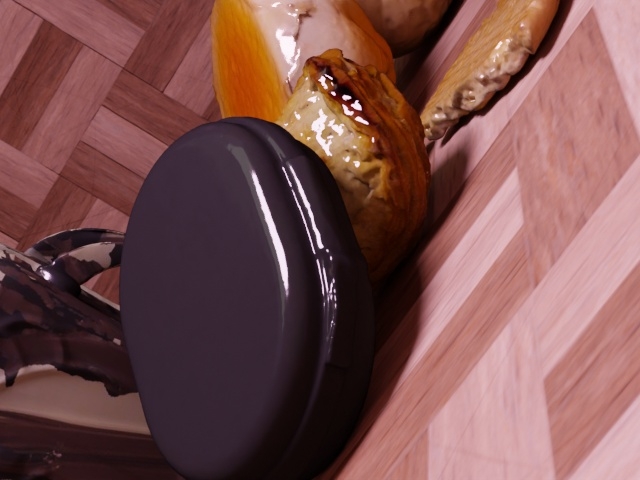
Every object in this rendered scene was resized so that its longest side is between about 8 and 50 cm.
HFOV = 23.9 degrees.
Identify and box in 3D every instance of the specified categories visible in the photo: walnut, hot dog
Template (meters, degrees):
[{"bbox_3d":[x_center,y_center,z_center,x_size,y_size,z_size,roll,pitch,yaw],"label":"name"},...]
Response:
[{"bbox_3d":[0.060,-0.326,1.816,0.257,0.257,0.224,-168,73,-81],"label":"walnut"},{"bbox_3d":[0.000,-0.034,1.295,0.114,0.175,0.259,-7,-40,-44],"label":"hot dog"}]

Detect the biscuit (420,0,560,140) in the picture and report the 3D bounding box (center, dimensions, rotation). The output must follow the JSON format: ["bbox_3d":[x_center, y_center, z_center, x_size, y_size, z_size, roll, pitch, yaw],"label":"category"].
[{"bbox_3d":[0.159,-0.174,1.332,0.144,0.033,0.224,-61,9,-28],"label":"biscuit"}]

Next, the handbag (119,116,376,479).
[{"bbox_3d":[-0.058,0.048,1.177,0.254,0.093,0.308,-49,47,36],"label":"handbag"}]

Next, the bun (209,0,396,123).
[{"bbox_3d":[-0.003,-0.170,1.654,0.165,0.299,0.299,-16,-5,-18],"label":"bun"}]

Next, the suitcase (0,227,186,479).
[{"bbox_3d":[-0.229,0.153,1.347,0.339,0.351,0.194,-61,27,-7],"label":"suitcase"}]
